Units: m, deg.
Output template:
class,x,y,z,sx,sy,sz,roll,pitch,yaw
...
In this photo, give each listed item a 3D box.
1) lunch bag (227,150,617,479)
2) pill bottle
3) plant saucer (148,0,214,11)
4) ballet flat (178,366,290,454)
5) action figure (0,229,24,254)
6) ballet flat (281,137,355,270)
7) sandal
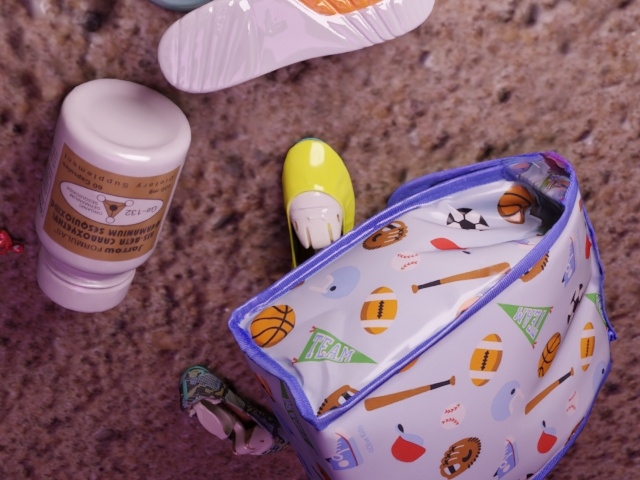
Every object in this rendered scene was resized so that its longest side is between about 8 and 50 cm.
class,x,y,z,sx,sy,sz,roll,pitch,yaw
lunch bag,0.139,0.120,1.312,0.385,0.239,0.328,-35,134,-11
pill bottle,-0.223,-0.039,1.259,0.131,0.131,0.229,14,129,-12
plant saucer,-0.131,-0.261,1.143,0.119,0.021,0.119,0,130,0
ballet flat,-0.111,0.233,1.536,0.070,0.070,0.188,-35,123,26
action figure,-0.388,0.002,1.362,0.115,0.030,0.038,5,125,-7
ballet flat,0.000,0.000,1.330,0.077,0.077,0.231,-2,130,2
sandal,-0.027,-0.216,1.145,0.265,0.076,0.102,-18,107,0
